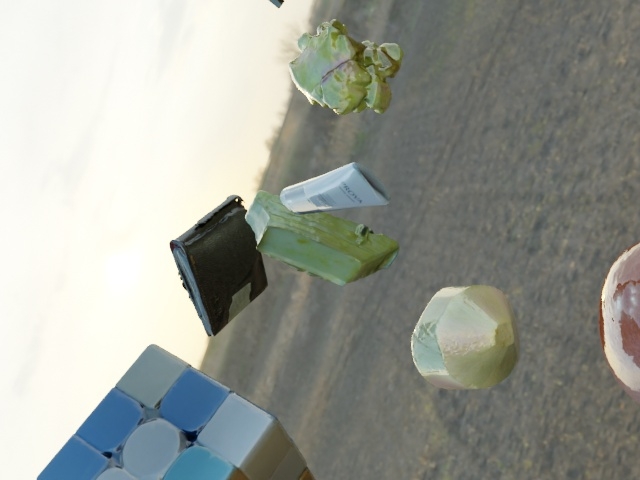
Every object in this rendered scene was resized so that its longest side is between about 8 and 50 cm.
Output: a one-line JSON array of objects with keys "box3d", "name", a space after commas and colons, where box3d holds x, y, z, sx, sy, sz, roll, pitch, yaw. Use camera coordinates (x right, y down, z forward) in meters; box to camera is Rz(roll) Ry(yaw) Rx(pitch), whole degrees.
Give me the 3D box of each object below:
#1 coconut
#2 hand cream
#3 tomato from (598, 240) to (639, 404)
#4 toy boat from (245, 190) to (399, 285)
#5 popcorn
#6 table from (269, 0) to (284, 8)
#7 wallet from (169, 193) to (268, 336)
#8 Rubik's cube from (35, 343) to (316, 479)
[{"box3d": [0.328, 0.218, 1.951, 0.259, 0.259, 0.259, -161, 90, -86], "name": "coconut"}, {"box3d": [0.017, -0.074, 1.321, 0.048, 0.079, 0.255, -57, 21, -18], "name": "hand cream"}, {"box3d": [0.592, 0.133, 1.296, 0.341, 0.342, 0.272, 121, 158, -71], "name": "tomato"}, {"box3d": [0.000, 0.005, 1.530, 0.111, 0.276, 0.084, 121, 166, -53], "name": "toy boat"}, {"box3d": [0.024, -0.170, 0.884, 0.097, 0.109, 0.089, 3, -79, -65], "name": "popcorn"}, {"box3d": [-0.052, -0.336, 1.026, 0.070, 0.082, 0.083, -38, 18, 53], "name": "table"}, {"box3d": [-0.221, 0.057, 1.993, 0.221, 0.071, 0.262, -45, -50, -43], "name": "wallet"}, {"box3d": [-0.259, 0.470, 1.689, 0.346, 0.347, 0.344, -52, -33, -24], "name": "Rubik's cube"}]
